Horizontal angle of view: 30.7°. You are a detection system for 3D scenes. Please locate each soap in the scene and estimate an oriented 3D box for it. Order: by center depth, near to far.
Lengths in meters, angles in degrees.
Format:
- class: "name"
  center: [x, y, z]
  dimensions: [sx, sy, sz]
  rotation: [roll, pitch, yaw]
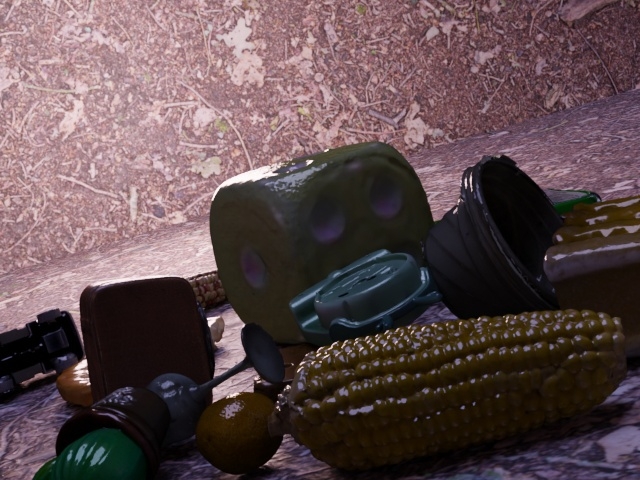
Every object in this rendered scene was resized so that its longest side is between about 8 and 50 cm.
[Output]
- class: "soap"
  center: [0.435, 0.012, 1.285]
  dimensions: [0.335, 0.156, 0.293]
  rotation: [-11, 13, 20]

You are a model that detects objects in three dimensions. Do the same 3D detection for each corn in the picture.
- class: "corn"
  center: [0.119, 0.140, 1.113]
  dimensions: [0.347, 0.130, 0.130]
  rotation: [-11, 10, 4]
- class: "corn"
  center: [-0.227, 0.094, 2.060]
  dimensions: [0.237, 0.079, 0.080]
  rotation: [-19, 10, -39]

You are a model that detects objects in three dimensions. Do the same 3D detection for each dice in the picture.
- class: "dice"
  center: [0.000, 0.000, 1.718]
  dimensions: [0.250, 0.251, 0.254]
  rotation: [-20, 11, -34]

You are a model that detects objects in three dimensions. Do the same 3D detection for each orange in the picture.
- class: "orange"
  center: [-0.080, 0.197, 1.202]
  dimensions: [0.095, 0.085, 0.085]
  rotation: [-13, 6, -43]

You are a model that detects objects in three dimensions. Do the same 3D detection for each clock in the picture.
- class: "clock"
  center: [0.066, 0.071, 1.425]
  dimensions: [0.159, 0.066, 0.211]
  rotation: [-30, 13, -21]

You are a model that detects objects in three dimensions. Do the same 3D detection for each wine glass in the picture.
- class: "wine glass"
  center: [-0.137, 0.170, 1.303]
  dimensions: [0.196, 0.079, 0.079]
  rotation: [-32, 3, 20]

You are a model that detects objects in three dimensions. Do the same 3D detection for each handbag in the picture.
- class: "handbag"
  center: [-0.206, 0.138, 1.413]
  dimensions: [0.151, 0.193, 0.072]
  rotation: [-9, 3, -25]

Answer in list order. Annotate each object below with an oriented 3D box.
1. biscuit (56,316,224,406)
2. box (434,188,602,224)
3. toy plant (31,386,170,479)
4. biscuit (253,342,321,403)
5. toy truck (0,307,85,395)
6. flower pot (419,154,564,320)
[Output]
- class: "biscuit"
  center: [-0.273, 0.183, 1.702]
  dimensions: [0.205, 0.040, 0.309]
  rotation: [-11, 10, 20]
- class: "box"
  center: [0.290, -0.001, 1.749]
  dimensions: [0.250, 0.103, 0.180]
  rotation: [-16, 9, -14]
- class: "toy plant"
  center: [-0.231, 0.230, 1.191]
  dimensions: [0.143, 0.105, 0.200]
  rotation: [-18, 18, 31]
- class: "biscuit"
  center: [0.022, 0.163, 1.347]
  dimensions: [0.197, 0.049, 0.301]
  rotation: [-8, 8, -21]
- class: "toy truck"
  center: [-0.504, 0.191, 1.817]
  dimensions: [0.253, 0.114, 0.124]
  rotation: [-20, 0, -30]
- class: "flower pot"
  center: [0.221, 0.021, 1.475]
  dimensions: [0.141, 0.235, 0.235]
  rotation: [-33, 0, 28]
